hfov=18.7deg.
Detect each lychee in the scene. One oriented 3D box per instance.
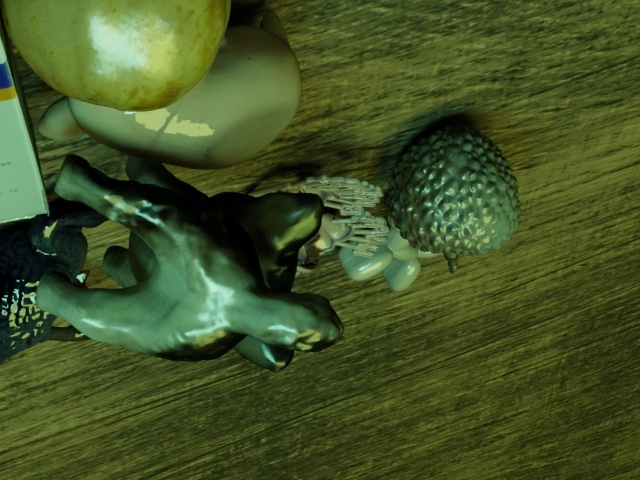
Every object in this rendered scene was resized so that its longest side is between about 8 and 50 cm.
[{"bbox_3d":[0.159,-0.044,2.328,0.165,0.165,0.197,-7,114,-32],"label":"lychee"}]

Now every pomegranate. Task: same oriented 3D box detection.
[{"bbox_3d":[-0.177,-0.214,1.703,0.207,0.207,0.207,-20,152,-11],"label":"pomegranate"}]

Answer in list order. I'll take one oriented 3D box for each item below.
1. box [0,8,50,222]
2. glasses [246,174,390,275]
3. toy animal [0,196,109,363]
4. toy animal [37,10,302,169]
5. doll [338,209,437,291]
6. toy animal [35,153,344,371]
[{"bbox_3d":[-0.373,-0.120,1.774,0.200,0.106,0.299,-11,150,-5],"label":"box"},{"bbox_3d":[0.005,-0.007,2.309,0.162,0.095,0.255,-15,158,4],"label":"glasses"},{"bbox_3d":[-0.324,0.064,2.154,0.298,0.122,0.185,-39,155,10],"label":"toy animal"},{"bbox_3d":[-0.135,-0.147,1.913,0.250,0.154,0.166,-3,153,-33],"label":"toy animal"},{"bbox_3d":[0.108,-0.003,2.470,0.160,0.059,0.161,-39,150,22],"label":"doll"},{"bbox_3d":[-0.102,0.029,1.956,0.344,0.303,0.194,-40,148,-75],"label":"toy animal"}]
